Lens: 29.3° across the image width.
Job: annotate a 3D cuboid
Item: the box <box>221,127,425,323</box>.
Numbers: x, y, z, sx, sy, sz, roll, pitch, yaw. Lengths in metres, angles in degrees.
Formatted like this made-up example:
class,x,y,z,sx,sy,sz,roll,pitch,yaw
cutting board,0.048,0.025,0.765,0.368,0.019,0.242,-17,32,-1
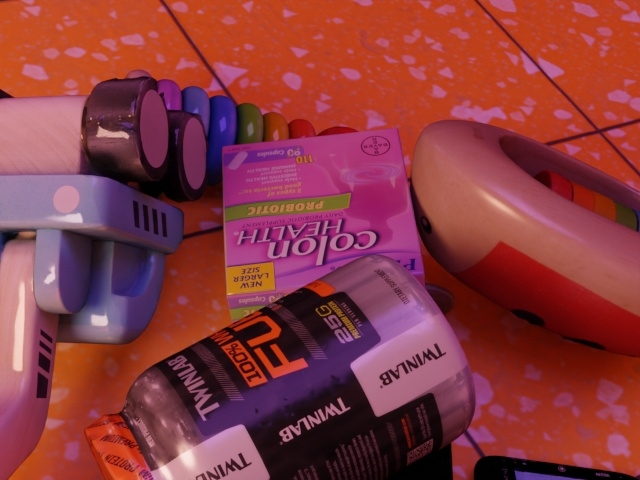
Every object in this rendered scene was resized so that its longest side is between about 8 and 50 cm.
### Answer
class,x,y,z,sx,sy,sz,roll,pitch,yaw
box,0.000,0.000,1.404,0.214,0.117,0.243,-6,47,0

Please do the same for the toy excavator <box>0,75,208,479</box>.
class,x,y,z,sx,sy,sz,roll,pitch,yaw
toy excavator,-0.275,0.057,1.222,0.222,0.433,0.445,-1,84,12

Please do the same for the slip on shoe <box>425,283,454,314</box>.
class,x,y,z,sx,sy,sz,roll,pitch,yaw
slip on shoe,0.091,0.078,1.438,0.135,0.051,0.041,5,41,-7

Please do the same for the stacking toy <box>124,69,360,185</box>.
class,x,y,z,sx,sy,sz,roll,pitch,yaw
stacking toy,-0.092,-0.115,1.536,0.330,0.141,0.141,10,45,-17

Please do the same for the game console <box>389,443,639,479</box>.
class,x,y,z,sx,sy,sz,roll,pitch,yaw
game console,0.182,0.257,1.298,0.361,0.044,0.213,10,45,-8

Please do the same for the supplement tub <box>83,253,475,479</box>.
class,x,y,z,sx,sy,sz,roll,pitch,yaw
supplement tub,-0.039,0.171,1.174,0.338,0.207,0.207,-28,58,-17

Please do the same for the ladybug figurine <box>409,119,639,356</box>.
class,x,y,z,sx,sy,sz,roll,pitch,yaw
ladybug figurine,0.296,0.011,1.441,0.449,0.162,0.305,25,21,-8
